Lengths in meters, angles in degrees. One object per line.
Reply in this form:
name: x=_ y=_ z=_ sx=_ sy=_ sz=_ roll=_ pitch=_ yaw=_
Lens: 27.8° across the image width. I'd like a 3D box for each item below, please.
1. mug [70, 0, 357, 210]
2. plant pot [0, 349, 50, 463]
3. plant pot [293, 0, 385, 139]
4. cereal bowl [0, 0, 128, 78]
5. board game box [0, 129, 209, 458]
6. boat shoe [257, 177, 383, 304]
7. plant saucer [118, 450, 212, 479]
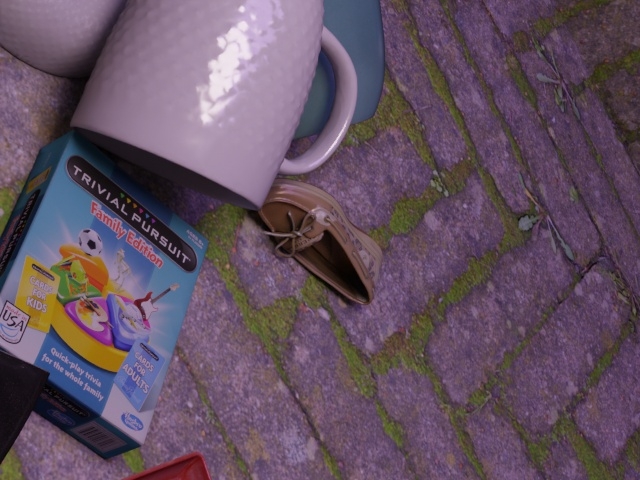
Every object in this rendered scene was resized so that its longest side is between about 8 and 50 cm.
mug: x=-0.106 y=-0.226 z=1.745 sx=0.374 sy=0.276 sz=0.328 roll=27 pitch=84 yaw=-35
plant pot: x=-0.425 y=0.188 z=1.336 sx=0.188 sy=0.187 sz=0.167 roll=30 pitch=63 yaw=-38
plant pot: x=-0.033 y=-0.280 z=1.989 sx=0.293 sy=0.293 sz=0.235 roll=-25 pitch=104 yaw=-53
cereal bowl: x=-0.343 y=-0.401 z=1.778 sx=0.339 sy=0.141 sz=0.339 roll=26 pitch=53 yaw=-40
board game box: x=-0.292 y=0.064 z=1.636 sx=0.254 sy=0.079 sz=0.336 roll=41 pitch=43 yaw=-29
boat shoe: x=0.000 y=0.000 z=2.007 sx=0.285 sy=0.104 sz=0.089 roll=35 pitch=44 yaw=-36
plant saucer: x=-0.203 y=0.415 z=1.580 sx=0.258 sy=0.047 sz=0.259 roll=-12 pitch=80 yaw=-53
